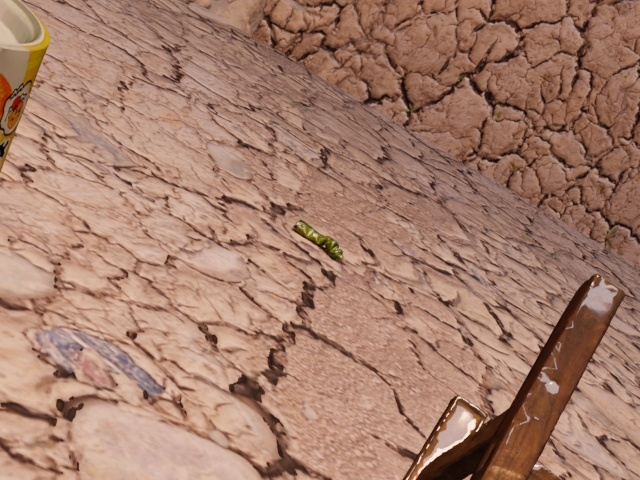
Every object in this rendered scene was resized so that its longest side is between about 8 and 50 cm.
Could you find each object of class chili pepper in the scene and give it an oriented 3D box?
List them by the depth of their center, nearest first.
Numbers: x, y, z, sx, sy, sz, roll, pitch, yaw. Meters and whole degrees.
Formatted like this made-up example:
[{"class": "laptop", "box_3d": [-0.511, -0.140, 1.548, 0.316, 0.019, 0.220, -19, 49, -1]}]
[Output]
[{"class": "chili pepper", "box_3d": [0.000, 0.000, 1.279, 0.083, 0.022, 0.027, 36, -16, 9]}]

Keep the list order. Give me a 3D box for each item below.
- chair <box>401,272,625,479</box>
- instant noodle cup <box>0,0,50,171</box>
[{"class": "chair", "box_3d": [0.076, 0.261, 0.465, 0.203, 0.416, 0.241, 35, -27, 4]}, {"class": "instant noodle cup", "box_3d": [-0.324, -0.104, 0.662, 0.264, 0.200, 0.264, 30, 16, -9]}]
